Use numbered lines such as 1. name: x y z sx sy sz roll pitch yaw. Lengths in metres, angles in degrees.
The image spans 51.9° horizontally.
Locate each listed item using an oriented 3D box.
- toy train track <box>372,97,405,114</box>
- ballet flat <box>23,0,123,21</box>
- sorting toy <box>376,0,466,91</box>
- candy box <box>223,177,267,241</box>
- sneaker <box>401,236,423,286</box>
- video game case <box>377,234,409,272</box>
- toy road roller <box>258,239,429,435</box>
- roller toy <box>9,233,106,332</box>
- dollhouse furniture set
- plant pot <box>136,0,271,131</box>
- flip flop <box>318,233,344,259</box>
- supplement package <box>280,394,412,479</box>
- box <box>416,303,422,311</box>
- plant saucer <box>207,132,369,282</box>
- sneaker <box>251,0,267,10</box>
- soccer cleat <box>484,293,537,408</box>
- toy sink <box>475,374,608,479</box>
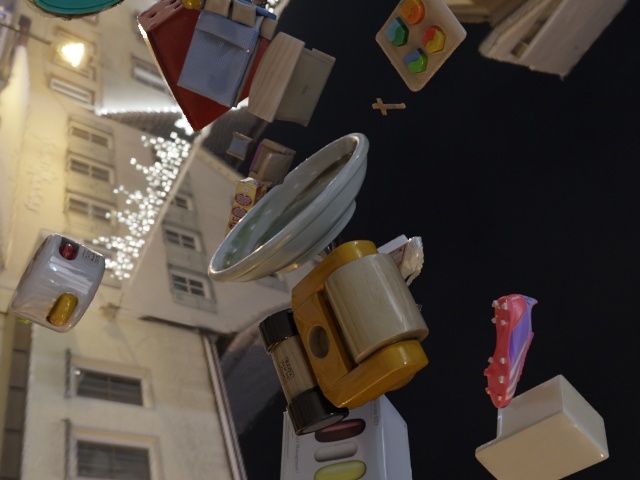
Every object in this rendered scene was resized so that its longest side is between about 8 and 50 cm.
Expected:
1. toy train track: 0.157 -0.309 1.500 0.083 0.048 0.014 8 -126 35
2. ballet flat: -0.330 -0.441 1.004 0.147 0.147 0.409 -35 -172 44
3. sorting toy: 0.235 -0.499 1.606 0.193 0.038 0.208 59 -40 12
4. candy box: -0.187 -0.059 1.629 0.109 0.053 0.186 -48 154 -73
5. sneaker: 0.233 0.065 1.903 0.235 0.095 0.090 107 -11 -55
6. video game case: 0.115 0.103 1.628 0.025 0.204 0.285 56 -14 23
7. toy road roller: 0.073 0.159 1.072 0.329 0.241 0.202 -47 -123 41
8. roller toy: -0.554 0.094 1.409 0.209 0.146 0.191 -20 -135 55
9. dollhouse furniture set: -0.175 -0.286 1.170 0.286 0.303 0.198 -66 167 13
10. plant pot: -0.274 -0.458 1.534 0.267 0.235 0.267 -35 -144 -1
11. flip flop: 0.000 0.000 1.590 0.080 0.112 0.277 -38 -163 12
12. supplement package: 0.048 0.412 1.209 0.203 0.149 0.194 -17 -135 18
13. box: 0.149 0.275 2.106 0.395 0.318 0.097 -39 135 -74
14. plant saucer: -0.042 -0.041 1.273 0.400 0.100 0.400 -39 -165 13
15. sneaker: -0.140 -0.616 1.680 0.098 0.038 0.069 18 -47 40
16. soccer cleat: 0.412 0.238 1.405 0.083 0.095 0.248 -166 -102 -74
17. toy sink: 0.477 0.426 1.441 0.234 0.153 0.131 -40 -170 30
